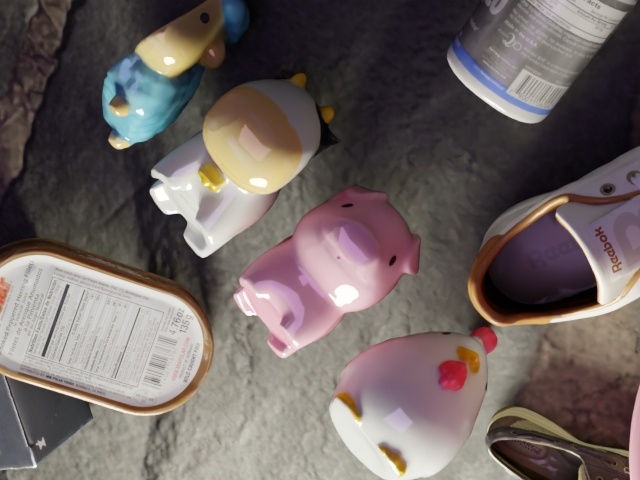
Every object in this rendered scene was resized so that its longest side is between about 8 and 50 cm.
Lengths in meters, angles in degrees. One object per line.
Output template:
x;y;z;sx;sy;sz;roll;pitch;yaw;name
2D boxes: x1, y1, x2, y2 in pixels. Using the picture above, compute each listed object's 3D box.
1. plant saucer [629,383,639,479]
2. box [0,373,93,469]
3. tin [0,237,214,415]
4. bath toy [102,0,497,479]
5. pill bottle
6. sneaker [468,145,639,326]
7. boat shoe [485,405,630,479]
0.342;0.119;0.704;0.332;0.084;0.332;3;101;16;plant saucer
-0.290;0.101;1.033;0.158;0.093;0.156;-9;103;25;box
-0.171;0.065;0.955;0.189;0.040;0.106;19;89;-15;tin
0.000;0.000;0.872;0.348;0.129;0.151;53;162;0;bath toy
0.145;-0.147;0.781;0.078;0.078;0.137;39;117;5;pill bottle
0.220;-0.015;0.773;0.290;0.123;0.106;-30;93;26;sneaker
0.183;0.168;0.891;0.152;0.049;0.056;21;114;14;boat shoe
